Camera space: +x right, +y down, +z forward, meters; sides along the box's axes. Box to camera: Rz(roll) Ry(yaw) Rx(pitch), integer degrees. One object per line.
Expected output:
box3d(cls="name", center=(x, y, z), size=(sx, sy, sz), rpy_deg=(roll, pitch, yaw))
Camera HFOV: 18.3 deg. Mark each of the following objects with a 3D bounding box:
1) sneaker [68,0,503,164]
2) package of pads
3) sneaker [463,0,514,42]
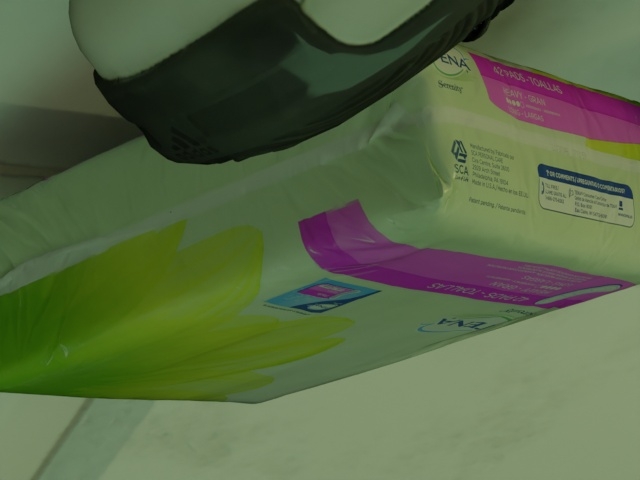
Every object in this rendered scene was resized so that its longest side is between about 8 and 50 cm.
box3d(cls="sneaker", center=(-0.007, -0.255, 0.487), size=(0.257, 0.447, 0.169), rpy_deg=(34, 160, -26))
box3d(cls="package of pads", center=(0.000, 0.000, 0.975), size=(0.296, 0.101, 0.229), rpy_deg=(-20, 163, 34))
box3d(cls="sneaker", center=(0.066, -0.132, 0.907), size=(0.267, 0.106, 0.101), rpy_deg=(-6, 142, -22))
